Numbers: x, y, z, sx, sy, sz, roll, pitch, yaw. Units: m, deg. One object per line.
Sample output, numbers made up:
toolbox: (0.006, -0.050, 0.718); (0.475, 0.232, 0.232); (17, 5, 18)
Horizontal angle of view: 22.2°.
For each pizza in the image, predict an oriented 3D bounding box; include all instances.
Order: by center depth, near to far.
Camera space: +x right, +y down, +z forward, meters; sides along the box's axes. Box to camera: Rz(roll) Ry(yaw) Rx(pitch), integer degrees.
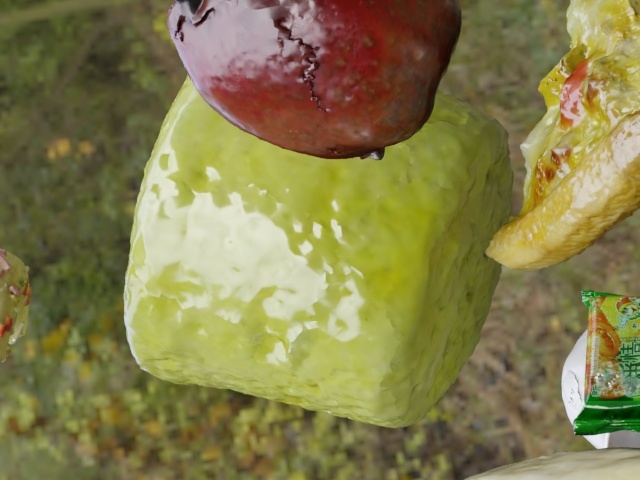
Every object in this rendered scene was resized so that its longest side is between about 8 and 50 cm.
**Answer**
pizza: (0.221, -0.122, 1.341); (0.280, 0.075, 0.288); (-52, 23, 46)

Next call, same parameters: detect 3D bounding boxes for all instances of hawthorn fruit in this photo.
hawthorn fruit: (-0.021, -0.151, 1.106); (0.181, 0.235, 0.181); (-40, 40, 44)

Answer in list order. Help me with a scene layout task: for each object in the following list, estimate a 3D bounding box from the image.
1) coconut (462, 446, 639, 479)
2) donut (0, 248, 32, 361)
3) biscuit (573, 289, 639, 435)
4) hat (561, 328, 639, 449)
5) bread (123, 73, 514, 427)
coconut: (0.179, 0.272, 0.663); (0.415, 0.344, 0.415); (22, 124, 38)
donut: (-0.289, 0.054, 1.421); (0.166, 0.065, 0.108); (-104, 23, -85)
biscuit: (0.153, 0.059, 0.825); (0.016, 0.046, 0.089); (72, -158, -44)
hat: (0.293, 0.133, 1.440); (0.126, 0.203, 0.203); (-151, 53, -61)
bread: (0.000, 0.000, 1.491); (0.348, 0.307, 0.348); (-58, -19, -33)
